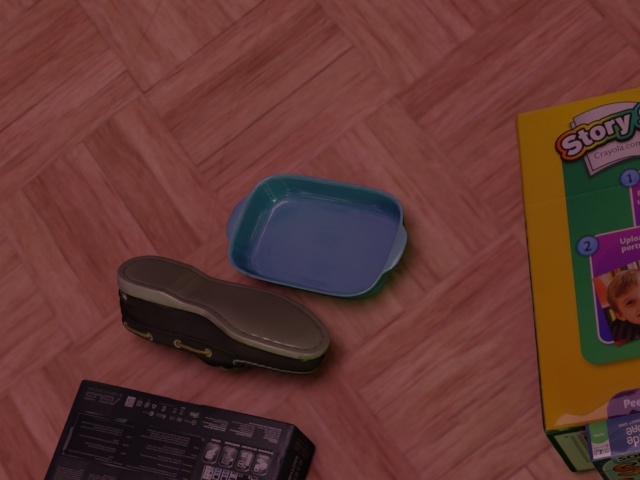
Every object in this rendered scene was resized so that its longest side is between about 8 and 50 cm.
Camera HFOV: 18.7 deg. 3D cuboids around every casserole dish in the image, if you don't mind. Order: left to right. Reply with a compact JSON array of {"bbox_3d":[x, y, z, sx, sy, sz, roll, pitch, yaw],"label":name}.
[{"bbox_3d":[0.000,0.000,1.838,0.188,0.037,0.114,11,69,29],"label":"casserole dish"}]

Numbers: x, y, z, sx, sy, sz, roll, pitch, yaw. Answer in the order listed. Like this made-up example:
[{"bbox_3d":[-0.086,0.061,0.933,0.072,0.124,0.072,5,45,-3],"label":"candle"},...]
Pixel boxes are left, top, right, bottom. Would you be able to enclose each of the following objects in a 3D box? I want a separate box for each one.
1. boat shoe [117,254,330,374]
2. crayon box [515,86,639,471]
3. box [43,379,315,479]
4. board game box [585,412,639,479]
[{"bbox_3d":[-0.091,0.081,1.818,0.228,0.068,0.081,21,34,27],"label":"boat shoe"},{"bbox_3d":[0.360,0.007,1.638,0.363,0.106,0.313,-11,59,17],"label":"crayon box"},{"bbox_3d":[-0.141,0.237,1.759,0.233,0.059,0.183,8,67,26],"label":"box"},{"bbox_3d":[0.326,0.164,1.550,0.201,0.136,0.035,-14,60,17],"label":"board game box"}]
